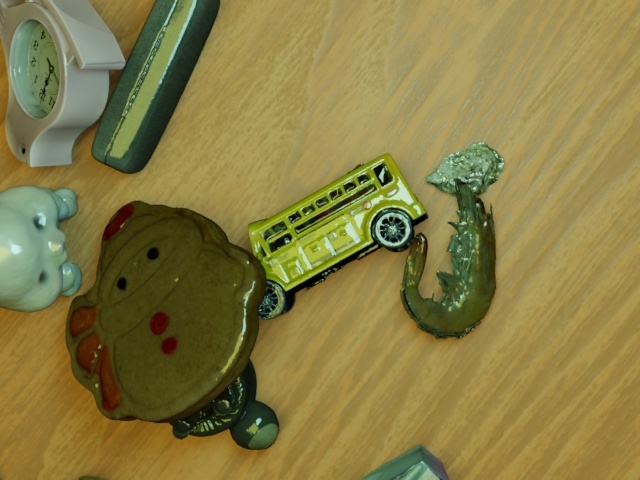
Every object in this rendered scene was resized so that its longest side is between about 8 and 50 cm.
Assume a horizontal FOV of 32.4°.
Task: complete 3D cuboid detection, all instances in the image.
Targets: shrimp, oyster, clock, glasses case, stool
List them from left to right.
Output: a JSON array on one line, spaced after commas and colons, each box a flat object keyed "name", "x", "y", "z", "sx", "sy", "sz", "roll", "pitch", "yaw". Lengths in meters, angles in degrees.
[{"name": "clock", "x": -0.446, "y": -0.285, "z": 1.741, "sx": 0.290, "sy": 0.080, "sz": 0.275, "roll": 55, "pitch": 132, "yaw": 25}, {"name": "glasses case", "x": -0.258, "y": -0.259, "z": 1.736, "sx": 0.074, "sy": 0.131, "sz": 0.323, "roll": 27, "pitch": 96, "yaw": 8}, {"name": "stool", "x": -0.168, "y": 0.242, "z": 1.751, "sx": 0.228, "sy": 0.139, "sz": 0.153, "roll": 17, "pitch": 97, "yaw": 8}, {"name": "shrimp", "x": 0.196, "y": 0.035, "z": 1.707, "sx": 0.173, "sy": 0.058, "sz": 0.253, "roll": -14, "pitch": 108, "yaw": -18}, {"name": "oyster", "x": 0.231, "y": -0.112, "z": 1.733, "sx": 0.098, "sy": 0.037, "sz": 0.100, "roll": 30, "pitch": 96, "yaw": 4}]

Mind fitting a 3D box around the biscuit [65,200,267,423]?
[{"name": "biscuit", "x": -0.252, "y": 0.099, "z": 1.697, "sx": 0.359, "sy": 0.074, "sz": 0.381, "roll": -40, "pitch": 58, "yaw": 13}]

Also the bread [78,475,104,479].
[{"name": "bread", "x": -0.360, "y": 0.516, "z": 1.801, "sx": 0.186, "sy": 0.124, "sz": 0.257, "roll": -44, "pitch": 89, "yaw": 14}]

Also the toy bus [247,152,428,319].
[{"name": "toy bus", "x": 0.000, "y": 0.000, "z": 1.717, "sx": 0.331, "sy": 0.145, "sz": 0.151, "roll": -29, "pitch": 86, "yaw": 5}]

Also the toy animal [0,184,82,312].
[{"name": "toy animal", "x": -0.502, "y": 0.018, "z": 1.674, "sx": 0.241, "sy": 0.367, "sz": 0.196, "roll": -7, "pitch": 95, "yaw": -4}]

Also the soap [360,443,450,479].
[{"name": "soap", "x": 0.099, "y": 0.490, "z": 1.748, "sx": 0.193, "sy": 0.109, "sz": 0.324, "roll": 39, "pitch": 98, "yaw": 3}]
